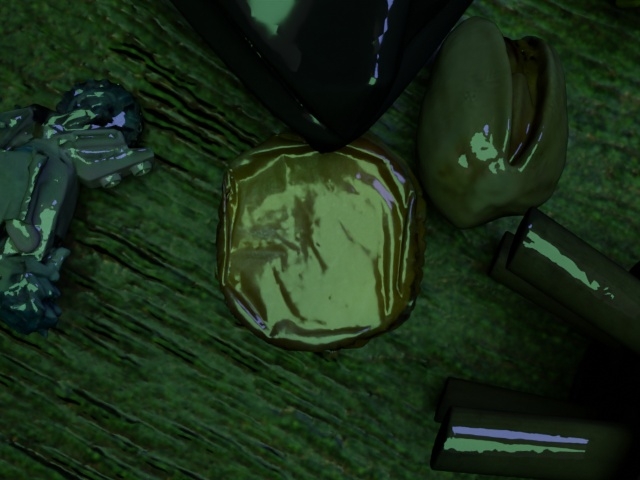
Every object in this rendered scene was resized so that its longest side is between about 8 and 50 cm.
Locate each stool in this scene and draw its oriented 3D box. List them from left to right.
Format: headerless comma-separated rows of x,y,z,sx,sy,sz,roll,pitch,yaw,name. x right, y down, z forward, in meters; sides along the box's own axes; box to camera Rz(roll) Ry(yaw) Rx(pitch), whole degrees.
0.210,0.106,0.553,0.179,0.272,0.272,21,88,10,stool

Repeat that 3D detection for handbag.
0.002,-0.272,0.554,0.288,0.152,0.342,37,62,0,handbag

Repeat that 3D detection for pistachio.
0.148,-0.106,0.600,0.130,0.131,0.206,21,58,-17,pistachio

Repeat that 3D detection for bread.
0.001,0.000,0.607,0.199,0.104,0.199,0,87,-1,bread

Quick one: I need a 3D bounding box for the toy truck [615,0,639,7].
0.230,-0.386,0.559,0.405,0.254,0.180,43,90,-17,toy truck

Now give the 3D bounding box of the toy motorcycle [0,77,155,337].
-0.247,-0.020,0.582,0.239,0.108,0.204,-25,83,-1,toy motorcycle

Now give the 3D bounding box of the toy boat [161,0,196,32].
-0.110,-0.270,0.617,0.134,0.079,0.207,-42,100,-18,toy boat
